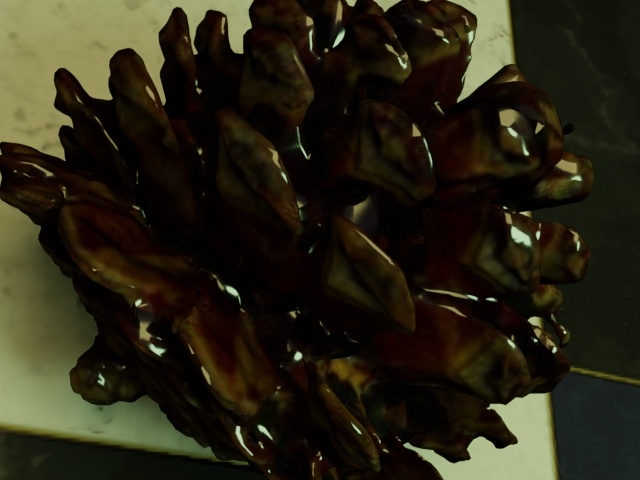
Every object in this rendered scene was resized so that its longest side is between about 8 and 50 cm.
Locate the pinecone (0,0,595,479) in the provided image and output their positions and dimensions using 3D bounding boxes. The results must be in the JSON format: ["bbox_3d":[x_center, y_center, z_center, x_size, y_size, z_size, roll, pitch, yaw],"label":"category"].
[{"bbox_3d":[0.004,-0.005,0.509,0.296,0.242,0.298,-29,71,-32],"label":"pinecone"}]
